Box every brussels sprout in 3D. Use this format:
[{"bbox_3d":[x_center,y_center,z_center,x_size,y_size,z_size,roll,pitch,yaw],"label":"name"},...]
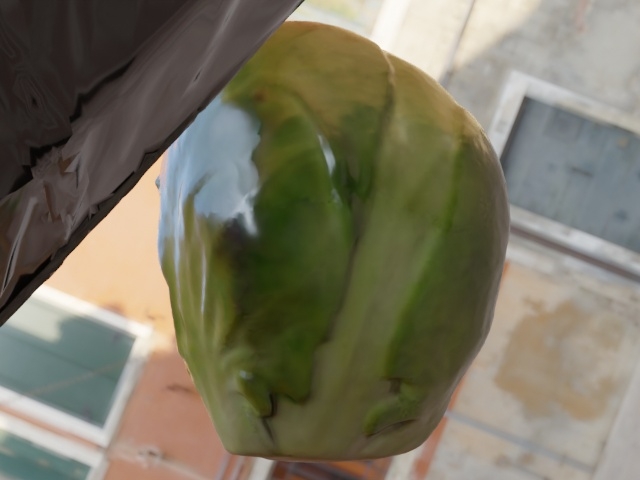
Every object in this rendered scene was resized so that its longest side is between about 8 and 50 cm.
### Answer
[{"bbox_3d":[0.000,0.000,1.217,0.315,0.275,0.371,-25,69,51],"label":"brussels sprout"}]

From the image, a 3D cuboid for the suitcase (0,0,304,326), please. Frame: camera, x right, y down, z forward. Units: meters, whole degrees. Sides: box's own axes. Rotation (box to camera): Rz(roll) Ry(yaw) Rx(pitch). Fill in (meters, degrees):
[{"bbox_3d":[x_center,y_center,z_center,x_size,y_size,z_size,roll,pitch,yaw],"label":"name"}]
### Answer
[{"bbox_3d":[-0.101,-0.151,0.435,0.434,0.194,0.283,-51,-23,-18],"label":"suitcase"}]
